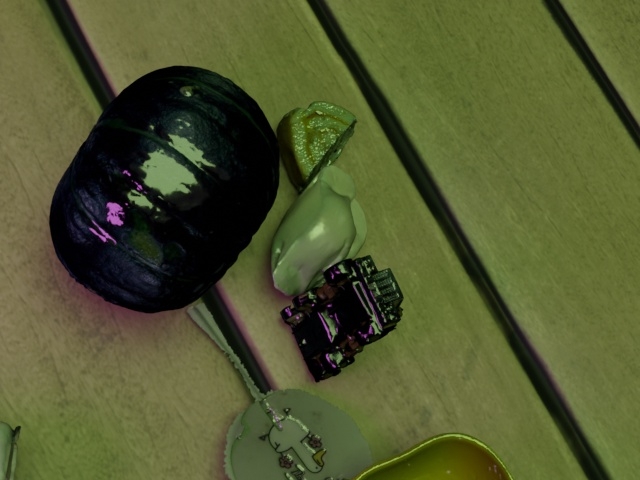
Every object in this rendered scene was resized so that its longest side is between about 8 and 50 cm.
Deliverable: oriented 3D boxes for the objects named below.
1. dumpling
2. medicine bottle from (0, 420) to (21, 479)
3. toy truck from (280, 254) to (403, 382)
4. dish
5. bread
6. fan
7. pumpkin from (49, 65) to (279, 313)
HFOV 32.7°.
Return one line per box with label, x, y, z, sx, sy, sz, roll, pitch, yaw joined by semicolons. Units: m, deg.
dumpling;0.000;0.000;1.719;0.229;0.124;0.151;-56;131;-19
medicine bottle;-0.583;0.318;1.367;0.378;0.213;0.214;8;69;-14
toy truck;0.046;0.110;1.607;0.127;0.257;0.127;-19;76;-25
dish;0.151;0.402;1.548;0.262;0.108;0.221;-15;73;-7
bread;-0.024;-0.161;1.771;0.110;0.103;0.156;36;63;2
fan;-0.075;0.258;1.620;0.233;0.012;0.415;-21;67;-36
pumpkin;-0.222;-0.069;1.542;0.266;0.363;0.363;34;64;-17
